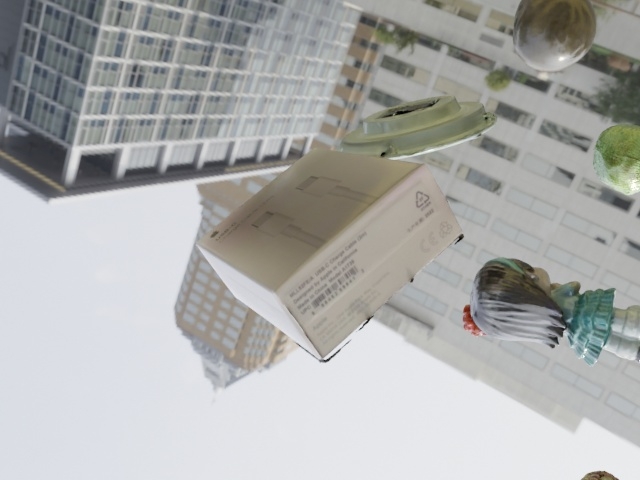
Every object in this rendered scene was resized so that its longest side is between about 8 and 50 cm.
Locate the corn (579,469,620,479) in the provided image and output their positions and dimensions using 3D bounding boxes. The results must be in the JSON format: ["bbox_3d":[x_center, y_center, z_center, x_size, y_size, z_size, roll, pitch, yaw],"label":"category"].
[{"bbox_3d":[0.425,0.436,1.117,0.079,0.079,0.237,35,-157,34],"label":"corn"}]

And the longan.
[{"bbox_3d":[0.459,-0.423,1.369,0.167,0.167,0.187,10,-135,-28],"label":"longan"}]

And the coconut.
[{"bbox_3d":[0.394,-0.102,0.876,0.088,0.088,0.096,2,-156,-42],"label":"coconut"}]

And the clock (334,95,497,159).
[{"bbox_3d":[0.128,-0.164,0.976,0.236,0.053,0.236,-12,-164,3],"label":"clock"}]

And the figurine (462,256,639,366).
[{"bbox_3d":[0.325,0.108,0.970,0.245,0.138,0.110,16,-152,19],"label":"figurine"}]

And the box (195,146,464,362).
[{"bbox_3d":[0.000,0.000,0.774,0.106,0.203,0.251,55,165,-24],"label":"box"}]
